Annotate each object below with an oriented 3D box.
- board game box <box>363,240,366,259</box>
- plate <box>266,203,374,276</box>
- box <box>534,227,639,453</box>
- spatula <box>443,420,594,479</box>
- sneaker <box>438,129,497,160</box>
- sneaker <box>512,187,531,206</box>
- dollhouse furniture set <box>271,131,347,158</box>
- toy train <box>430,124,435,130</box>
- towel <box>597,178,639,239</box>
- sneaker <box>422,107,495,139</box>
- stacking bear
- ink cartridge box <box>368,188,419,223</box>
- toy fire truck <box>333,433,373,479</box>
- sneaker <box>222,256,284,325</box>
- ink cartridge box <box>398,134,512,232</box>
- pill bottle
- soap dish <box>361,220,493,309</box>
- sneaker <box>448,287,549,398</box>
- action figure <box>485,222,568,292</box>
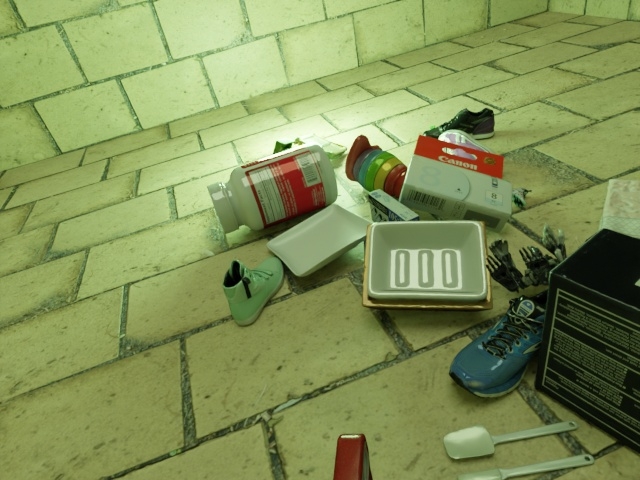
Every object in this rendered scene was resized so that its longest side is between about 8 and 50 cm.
[{"bbox_3d":[0.203,0.048,1.239,0.160,0.047,0.210,-7,35,8],"label":"board game box"},{"bbox_3d":[0.000,0.000,1.344,0.277,0.045,0.278,-32,30,-14],"label":"plate"},{"bbox_3d":[0.541,0.181,0.718,0.182,0.294,0.296,-29,38,-25],"label":"box"},{"bbox_3d":[0.348,0.381,0.744,0.241,0.019,0.168,-13,34,2],"label":"spatula"},{"bbox_3d":[0.487,-0.316,1.615,0.161,0.102,0.282,-26,36,-12],"label":"sneaker"},{"bbox_3d":[0.626,-0.140,1.369,0.069,0.038,0.098,-17,35,-3],"label":"sneaker"},{"bbox_3d":[-0.047,-0.335,1.856,0.197,0.151,0.301,28,31,18],"label":"dollhouse furniture set"},{"bbox_3d":[0.489,-0.475,1.911,0.023,0.017,0.083,-15,33,15],"label":"toy train"},{"bbox_3d":[0.920,-0.060,1.145,0.331,0.053,0.317,13,43,32],"label":"towel"},{"bbox_3d":[0.555,-0.474,1.791,0.283,0.124,0.107,-6,35,11],"label":"sneaker"},{"bbox_3d":[0.237,-0.224,1.523,0.289,0.175,0.164,35,100,36],"label":"stacking bear"},{"bbox_3d":[0.210,-0.064,1.269,0.046,0.097,0.207,-22,33,-14],"label":"ink cartridge box"},{"bbox_3d":[0.039,0.442,0.555,0.169,0.254,0.302,-4,36,14],"label":"toy fire truck"},{"bbox_3d":[-0.179,0.092,1.218,0.094,0.151,0.256,0,35,21],"label":"sneaker"},{"bbox_3d":[0.433,-0.219,1.382,0.308,0.091,0.385,17,50,8],"label":"ink cartridge box"},{"bbox_3d":[-0.164,-0.171,1.517,0.407,0.229,0.229,-21,35,-10],"label":"pill bottle"},{"bbox_3d":[0.253,0.066,1.074,0.290,0.118,0.229,-1,60,13],"label":"soap dish"},{"bbox_3d":[0.391,0.185,0.895,0.329,0.147,0.129,-28,37,-19],"label":"sneaker"},{"bbox_3d":[0.470,0.041,0.981,0.164,0.141,0.275,-26,-15,33],"label":"action figure"}]
